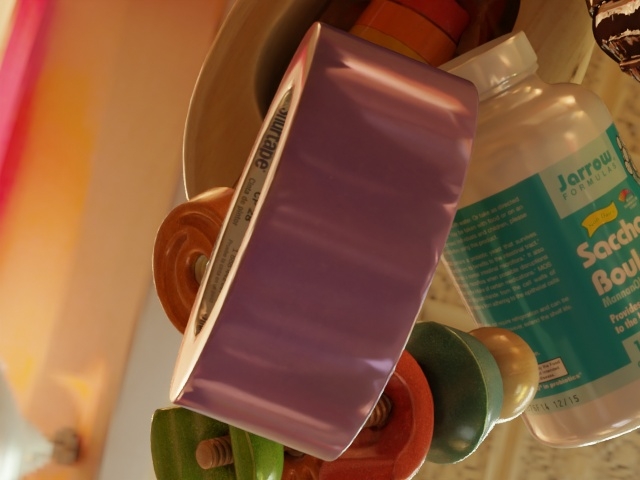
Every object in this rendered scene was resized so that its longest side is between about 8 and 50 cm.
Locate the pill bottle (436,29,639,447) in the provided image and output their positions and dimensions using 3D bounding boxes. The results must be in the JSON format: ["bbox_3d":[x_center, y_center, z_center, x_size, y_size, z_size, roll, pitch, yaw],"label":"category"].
[{"bbox_3d":[0.153,-0.004,1.287,0.146,0.146,0.264,-21,-80,43],"label":"pill bottle"}]

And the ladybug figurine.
[{"bbox_3d":[0.065,-0.132,1.649,0.305,0.162,0.449,36,-98,23],"label":"ladybug figurine"}]

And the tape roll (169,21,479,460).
[{"bbox_3d":[0.000,0.000,0.880,0.189,0.080,0.189,-159,-90,-82],"label":"tape roll"}]

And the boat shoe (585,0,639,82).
[{"bbox_3d":[0.133,-0.070,0.639,0.073,0.207,0.073,-14,-93,3],"label":"boat shoe"}]

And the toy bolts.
[{"bbox_3d":[0.020,0.068,1.190,0.228,0.158,0.218,-1,-83,47],"label":"toy bolts"}]
